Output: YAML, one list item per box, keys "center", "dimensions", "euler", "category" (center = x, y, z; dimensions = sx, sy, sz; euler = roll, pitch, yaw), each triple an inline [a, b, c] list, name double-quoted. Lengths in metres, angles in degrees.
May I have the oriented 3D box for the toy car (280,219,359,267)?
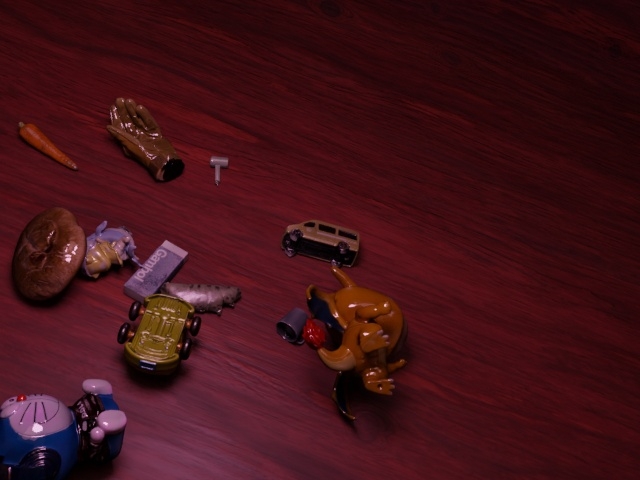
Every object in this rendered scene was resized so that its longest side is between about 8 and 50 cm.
- center: [0.000, 0.000, 2.146]
  dimensions: [0.256, 0.101, 0.124]
  euler: [16, 47, -5]
  category: "toy car"

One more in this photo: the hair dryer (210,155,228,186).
- center: [-0.356, -0.241, 2.279]
  dimensions: [0.063, 0.038, 0.124]
  euler: [3, 59, -13]
  category: "hair dryer"

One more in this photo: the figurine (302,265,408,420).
- center: [0.099, 0.244, 1.832]
  dimensions: [0.268, 0.401, 0.387]
  euler: [-25, 18, 9]
  category: "figurine"

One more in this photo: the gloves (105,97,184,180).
- center: [-0.608, -0.344, 2.222]
  dimensions: [0.154, 0.141, 0.331]
  euler: [-42, 81, -8]
  category: "gloves"

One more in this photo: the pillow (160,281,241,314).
- center: [-0.358, 0.176, 1.945]
  dimensions: [0.241, 0.051, 0.093]
  euler: [6, 61, -15]
  category: "pillow"

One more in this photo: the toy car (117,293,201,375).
- center: [-0.446, 0.271, 1.792]
  dimensions: [0.200, 0.142, 0.248]
  euler: [17, 41, -2]
  category: "toy car"

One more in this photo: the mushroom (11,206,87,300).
- center: [-0.771, 0.035, 1.841]
  dimensions: [0.278, 0.146, 0.278]
  euler: [-15, 60, 28]
  category: "mushroom"

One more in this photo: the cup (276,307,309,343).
- center: [-0.074, 0.261, 1.950]
  dimensions: [0.077, 0.078, 0.100]
  euler: [-42, 107, -40]
  category: "cup"

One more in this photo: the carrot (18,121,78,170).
- center: [-0.912, -0.310, 2.174]
  dimensions: [0.256, 0.061, 0.061]
  euler: [39, 53, 1]
  category: "carrot"

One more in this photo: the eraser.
- center: [-0.499, 0.097, 1.971]
  dimensions: [0.092, 0.046, 0.212]
  euler: [28, 52, 7]
  category: "eraser"

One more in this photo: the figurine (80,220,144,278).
- center: [-0.628, 0.033, 1.925]
  dimensions: [0.208, 0.128, 0.184]
  euler: [13, 52, 19]
  category: "figurine"

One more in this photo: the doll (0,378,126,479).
- center: [-0.641, 0.472, 1.535]
  dimensions: [0.310, 0.240, 0.284]
  euler: [-3, 12, -33]
  category: "doll"
